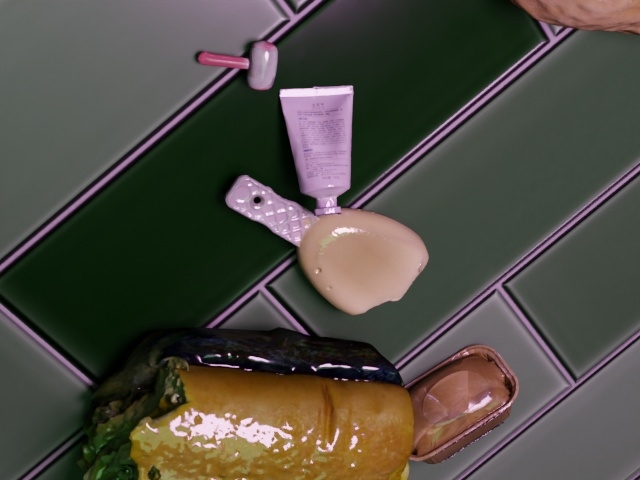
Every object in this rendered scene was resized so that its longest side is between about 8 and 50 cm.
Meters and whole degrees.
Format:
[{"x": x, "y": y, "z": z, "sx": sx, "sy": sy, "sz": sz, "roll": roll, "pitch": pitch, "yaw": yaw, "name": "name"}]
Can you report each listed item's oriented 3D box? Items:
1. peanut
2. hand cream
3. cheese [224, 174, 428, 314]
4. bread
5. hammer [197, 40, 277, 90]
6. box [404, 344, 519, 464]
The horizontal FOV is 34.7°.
[{"x": 0.320, "y": -0.285, "z": 1.091, "sx": 0.291, "sy": 0.159, "sz": 0.143, "roll": 8, "pitch": 137, "yaw": -22, "name": "peanut"}, {"x": 0.002, "y": -0.097, "z": 1.125, "sx": 0.084, "sy": 0.053, "sz": 0.142, "roll": -5, "pitch": 88, "yaw": -17, "name": "hand cream"}, {"x": 0.000, "y": 0.000, "z": 1.178, "sx": 0.255, "sy": 0.050, "sz": 0.127, "roll": 28, "pitch": 104, "yaw": -26, "name": "cheese"}, {"x": -0.068, "y": 0.235, "z": 1.187, "sx": 0.377, "sy": 0.208, "sz": 0.251, "roll": 6, "pitch": 117, "yaw": -25, "name": "bread"}, {"x": -0.087, "y": -0.186, "z": 1.072, "sx": 0.083, "sy": 0.031, "sz": 0.052, "roll": 4, "pitch": 109, "yaw": -14, "name": "hammer"}, {"x": 0.166, "y": 0.211, "z": 1.305, "sx": 0.177, "sy": 0.111, "sz": 0.111, "roll": -32, "pitch": 120, "yaw": -2, "name": "box"}]
